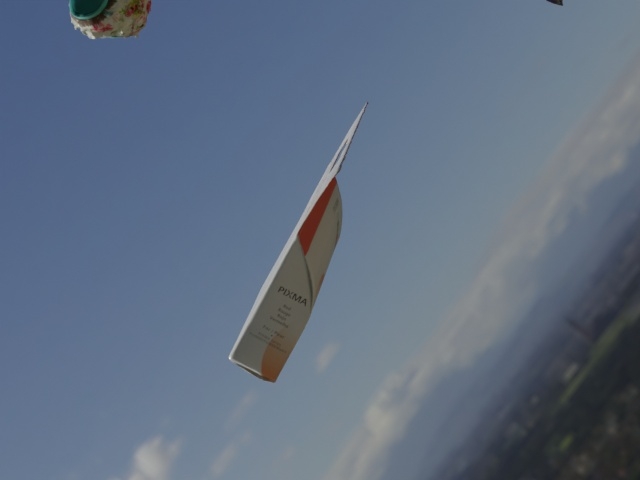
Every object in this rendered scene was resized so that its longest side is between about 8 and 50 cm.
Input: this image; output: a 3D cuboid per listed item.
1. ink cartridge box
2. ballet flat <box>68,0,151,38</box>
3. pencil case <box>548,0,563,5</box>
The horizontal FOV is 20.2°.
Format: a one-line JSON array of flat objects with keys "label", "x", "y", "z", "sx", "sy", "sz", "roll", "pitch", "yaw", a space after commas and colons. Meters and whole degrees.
[{"label": "ink cartridge box", "x": 0.000, "y": 0.000, "z": 1.339, "sx": 0.179, "sy": 0.045, "sz": 0.145, "roll": -58, "pitch": 4, "yaw": 25}, {"label": "ballet flat", "x": -0.177, "y": -0.296, "z": 1.653, "sx": 0.077, "sy": 0.091, "sz": 0.241, "roll": 22, "pitch": -102, "yaw": -53}, {"label": "pencil case", "x": 0.302, "y": -0.312, "z": 1.705, "sx": 0.236, "sy": 0.104, "sz": 0.104, "roll": -21, "pitch": 13, "yaw": 34}]
